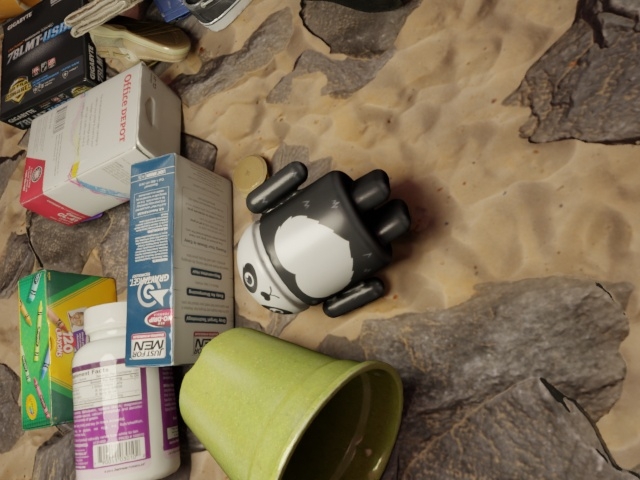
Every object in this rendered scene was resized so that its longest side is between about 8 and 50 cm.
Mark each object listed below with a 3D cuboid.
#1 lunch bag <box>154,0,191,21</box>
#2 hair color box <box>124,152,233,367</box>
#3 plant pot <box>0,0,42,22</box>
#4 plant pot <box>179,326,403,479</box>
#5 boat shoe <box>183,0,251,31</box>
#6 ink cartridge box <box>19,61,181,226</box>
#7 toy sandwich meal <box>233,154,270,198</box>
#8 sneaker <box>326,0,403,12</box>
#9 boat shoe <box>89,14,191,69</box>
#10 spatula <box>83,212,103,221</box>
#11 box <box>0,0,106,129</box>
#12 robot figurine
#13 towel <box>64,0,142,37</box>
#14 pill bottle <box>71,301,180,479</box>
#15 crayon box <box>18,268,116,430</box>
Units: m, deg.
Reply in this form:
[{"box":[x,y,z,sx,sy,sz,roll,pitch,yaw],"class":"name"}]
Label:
[{"box":[-0.309,-0.515,1.066,0.098,0.065,0.067,-15,34,23],"class":"lunch bag"},{"box":[-0.243,0.042,0.871,0.105,0.174,0.347,-9,76,23],"class":"hair color box"},{"box":[-0.847,-0.671,1.289,0.188,0.205,0.205,8,83,11],"class":"plant pot"},{"box":[-0.061,0.254,0.718,0.254,0.276,0.276,21,89,38],"class":"plant pot"},{"box":[-0.158,-0.568,0.991,0.301,0.102,0.108,-42,66,12],"class":"boat shoe"},{"box":[-0.446,-0.190,1.011,0.306,0.131,0.226,-17,61,18],"class":"ink cartridge box"},{"box":[-0.129,-0.121,0.933,0.085,0.029,0.085,-8,73,26],"class":"toy sandwich meal"},{"box":[0.043,-0.527,0.887,0.295,0.124,0.178,25,100,28],"class":"sneaker"},{"box":[-0.397,-0.424,1.084,0.302,0.109,0.098,23,130,27],"class":"boat shoe"},{"box":[-0.441,-0.109,1.072,0.296,0.030,0.084,-17,74,20],"class":"spatula"},{"box":[-0.670,-0.460,1.225,0.295,0.073,0.293,-15,75,21],"class":"box"},{"box":[0.001,0.002,0.767,0.278,0.173,0.209,-31,67,16],"class":"robot figurine"},{"box":[-0.393,-0.520,1.031,0.187,0.049,0.282,-9,37,28],"class":"towel"},{"box":[-0.348,0.268,0.878,0.169,0.169,0.301,-16,73,21],"class":"pill bottle"},{"box":[-0.479,0.206,0.952,0.081,0.165,0.278,-18,73,21],"class":"crayon box"}]
